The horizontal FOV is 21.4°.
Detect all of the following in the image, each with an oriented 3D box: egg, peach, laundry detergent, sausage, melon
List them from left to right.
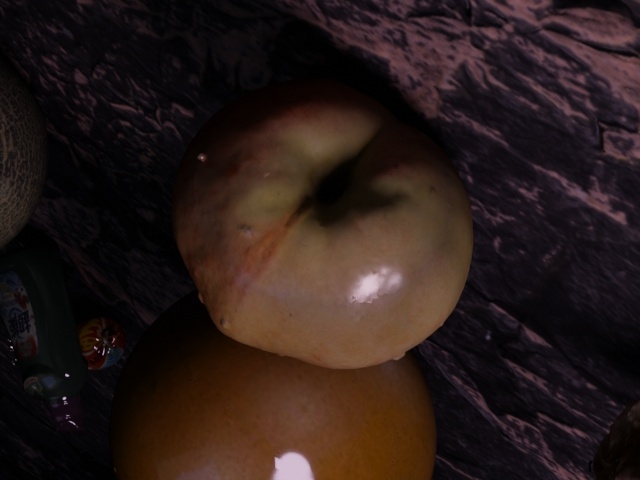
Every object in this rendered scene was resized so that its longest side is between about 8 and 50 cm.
[{"bbox_3d":[-0.397,-0.089,1.637,0.248,0.248,0.329,51,159,-21],"label":"melon"},{"bbox_3d":[-0.323,0.120,1.978,0.144,0.078,0.221,-20,86,55],"label":"laundry detergent"},{"bbox_3d":[-0.302,0.125,2.088,0.083,0.083,0.264,49,155,-17],"label":"sausage"},{"bbox_3d":[-0.040,0.175,1.477,0.283,0.282,0.351,33,159,20],"label":"egg"},{"bbox_3d":[0.000,0.000,1.207,0.232,0.232,0.232,34,156,18],"label":"peach"}]

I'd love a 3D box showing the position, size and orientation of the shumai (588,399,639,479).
[{"bbox_3d":[0.255,0.135,1.158,0.145,0.145,0.116,27,134,32],"label":"shumai"}]
